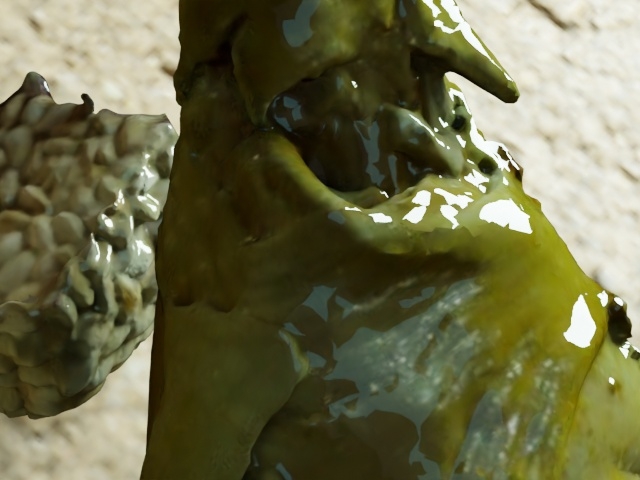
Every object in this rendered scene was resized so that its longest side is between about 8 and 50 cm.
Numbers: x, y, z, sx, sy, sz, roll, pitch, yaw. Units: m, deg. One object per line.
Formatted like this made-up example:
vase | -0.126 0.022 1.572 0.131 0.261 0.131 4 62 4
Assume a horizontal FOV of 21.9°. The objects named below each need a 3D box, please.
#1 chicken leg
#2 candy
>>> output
chicken leg | 0.000 0.000 0.491 0.201 0.152 0.429 -12 96 -17
candy | -0.090 0.003 0.566 0.095 0.085 0.110 8 52 36
